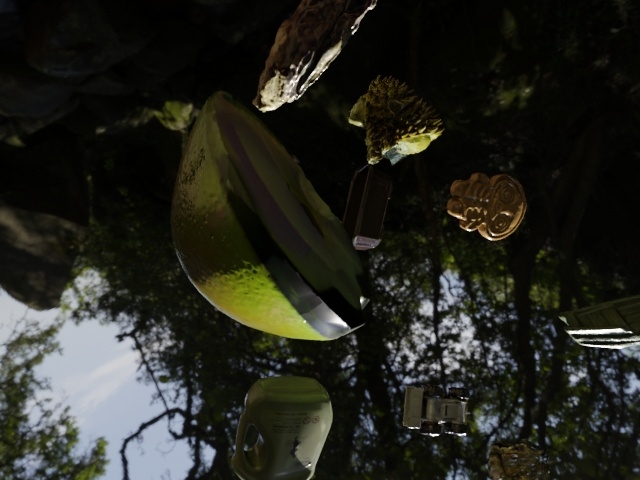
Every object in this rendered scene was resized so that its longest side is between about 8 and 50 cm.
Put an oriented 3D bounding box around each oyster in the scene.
[{"bbox_3d":[-0.015,-0.369,0.854,0.275,0.100,0.270,-18,-135,59],"label":"oyster"},{"bbox_3d":[0.479,0.544,1.128,0.081,0.191,0.163,-89,-159,-63],"label":"oyster"}]

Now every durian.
[{"bbox_3d":[0.141,-0.232,0.981,0.166,0.172,0.306,-45,179,24],"label":"durian"}]

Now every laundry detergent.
[{"bbox_3d":[-0.078,0.396,0.946,0.181,0.253,0.091,7,-168,-23],"label":"laundry detergent"}]

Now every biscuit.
[{"bbox_3d":[0.505,-0.108,1.451,0.289,0.201,0.044,12,-174,-28],"label":"biscuit"}]

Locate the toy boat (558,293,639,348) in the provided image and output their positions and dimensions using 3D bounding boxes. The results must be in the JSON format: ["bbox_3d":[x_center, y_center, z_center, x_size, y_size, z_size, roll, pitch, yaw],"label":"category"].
[{"bbox_3d":[0.469,0.081,0.621,0.293,0.055,0.093,-24,-174,22],"label":"toy boat"}]

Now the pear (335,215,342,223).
[{"bbox_3d":[0.000,0.000,1.435,0.178,0.177,0.178,-23,-175,2],"label":"pear"}]

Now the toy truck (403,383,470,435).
[{"bbox_3d":[0.317,0.471,1.355,0.286,0.136,0.111,19,160,-35],"label":"toy truck"}]

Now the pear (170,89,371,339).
[{"bbox_3d":[-0.091,-0.006,0.716,0.165,0.398,0.399,-32,-177,14],"label":"pear"}]

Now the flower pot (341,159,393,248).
[{"bbox_3d":[0.122,-0.079,1.286,0.084,0.250,0.179,16,172,-10],"label":"flower pot"}]
